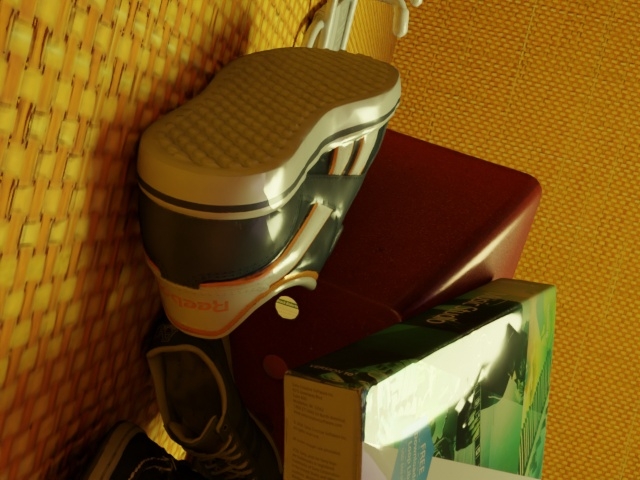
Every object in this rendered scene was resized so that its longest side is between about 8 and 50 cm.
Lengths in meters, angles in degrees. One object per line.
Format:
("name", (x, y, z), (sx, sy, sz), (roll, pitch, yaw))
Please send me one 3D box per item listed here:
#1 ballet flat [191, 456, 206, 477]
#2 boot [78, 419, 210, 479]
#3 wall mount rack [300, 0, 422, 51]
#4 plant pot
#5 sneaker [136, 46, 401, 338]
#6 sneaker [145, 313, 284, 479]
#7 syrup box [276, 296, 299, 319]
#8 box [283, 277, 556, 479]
("ballet flat", (-0.124, 0.301, 0.963), (0.074, 0.074, 0.203), (-47, 146, -81))
("boot", (-0.067, 0.201, 0.562), (0.085, 0.179, 0.236), (-62, 173, -20))
("wall mount rack", (0.046, -0.185, 1.099), (0.350, 0.131, 0.304), (-65, 169, -63))
("plant pot", (0.011, 0.059, 0.764), (0.236, 0.267, 0.267), (-43, 150, -58))
("sneaker", (-0.033, -0.050, 0.609), (0.321, 0.126, 0.127), (-48, 149, -58))
("sneaker", (-0.083, 0.141, 0.640), (0.086, 0.064, 0.192), (-52, 126, -73))
("syrup box", (-0.045, 0.160, 1.163), (0.093, 0.096, 0.236), (95, 16, -49))
("box", (0.083, 0.165, 0.606), (0.322, 0.059, 0.232), (-15, 110, -57))
